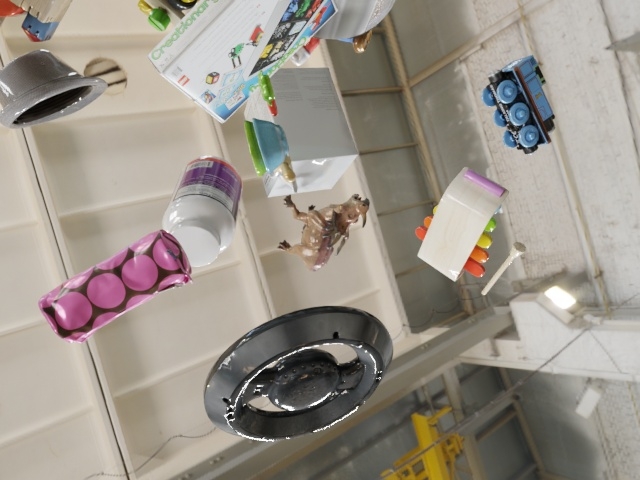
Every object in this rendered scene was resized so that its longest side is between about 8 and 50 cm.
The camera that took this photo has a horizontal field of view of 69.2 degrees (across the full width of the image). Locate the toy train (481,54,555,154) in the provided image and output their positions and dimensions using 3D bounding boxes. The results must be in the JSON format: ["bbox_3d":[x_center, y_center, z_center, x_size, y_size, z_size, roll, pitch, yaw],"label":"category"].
[{"bbox_3d":[0.397,-0.263,0.912,0.105,0.080,0.184,-35,-75,-5],"label":"toy train"}]

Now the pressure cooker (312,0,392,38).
[{"bbox_3d":[0.049,-0.682,0.996,0.375,0.420,0.370,9,-89,-5],"label":"pressure cooker"}]

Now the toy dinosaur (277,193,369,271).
[{"bbox_3d":[0.000,0.000,1.194,0.127,0.296,0.200,-20,-132,-39],"label":"toy dinosaur"}]

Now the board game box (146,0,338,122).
[{"bbox_3d":[-0.119,-0.356,0.790,0.305,0.193,0.053,-42,-109,7],"label":"board game box"}]

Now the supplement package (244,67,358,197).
[{"bbox_3d":[-0.061,-0.283,1.222,0.199,0.198,0.263,-10,-106,-24],"label":"supplement package"}]

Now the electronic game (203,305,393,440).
[{"bbox_3d":[-0.021,0.162,0.545,0.229,0.229,0.048,9,-147,-30],"label":"electronic game"}]

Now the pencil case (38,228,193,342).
[{"bbox_3d":[-0.297,0.071,0.690,0.209,0.095,0.098,-31,-94,-4],"label":"pencil case"}]

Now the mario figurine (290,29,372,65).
[{"bbox_3d":[-0.025,-0.604,1.316,0.170,0.320,0.198,-19,-59,-65],"label":"mario figurine"}]

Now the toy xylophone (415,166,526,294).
[{"bbox_3d":[0.351,-0.003,1.113,0.236,0.323,0.081,41,-123,14],"label":"toy xylophone"}]

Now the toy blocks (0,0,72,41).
[{"bbox_3d":[-0.681,-0.558,0.951,0.381,0.191,0.261,35,-71,-21],"label":"toy blocks"}]

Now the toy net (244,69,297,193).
[{"bbox_3d":[-0.068,-0.130,0.634,0.045,0.232,0.122,-16,-97,-1],"label":"toy net"}]

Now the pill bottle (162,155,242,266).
[{"bbox_3d":[-0.309,-0.080,1.233,0.181,0.181,0.323,31,-150,-23],"label":"pill bottle"}]

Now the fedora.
[{"bbox_3d":[-0.682,-0.381,1.138,0.124,0.243,0.275,60,-147,-15],"label":"fedora"}]

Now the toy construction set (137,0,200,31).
[{"bbox_3d":[-0.278,-0.484,0.932,0.309,0.257,0.237,46,-122,-66],"label":"toy construction set"}]
